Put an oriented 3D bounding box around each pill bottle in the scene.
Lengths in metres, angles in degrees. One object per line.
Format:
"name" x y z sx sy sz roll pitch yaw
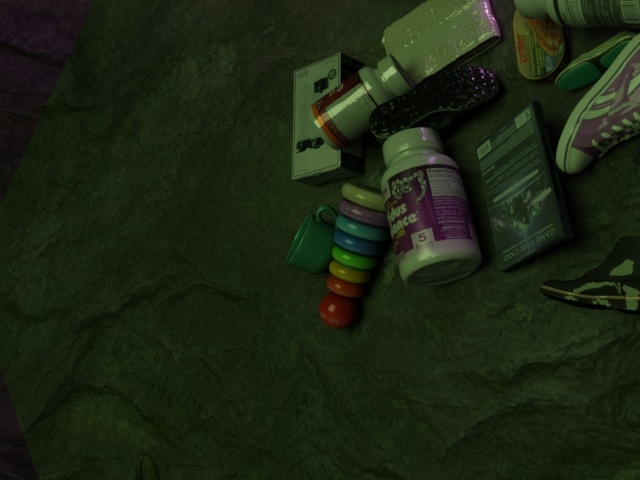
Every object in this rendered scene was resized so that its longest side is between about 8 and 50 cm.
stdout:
"pill bottle" 0.498 -0.460 1.386 0.278 0.162 0.162 16 93 40
"pill bottle" 0.092 -0.307 1.725 0.221 0.121 0.121 -34 58 19
"pill bottle" 0.216 -0.072 1.599 0.169 0.169 0.302 -29 61 38

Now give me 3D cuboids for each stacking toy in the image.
"stacking toy" 0.070 0.043 1.755 0.141 0.141 0.330 29 106 45

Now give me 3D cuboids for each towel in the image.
"towel" 0.258 -0.454 1.727 0.282 0.049 0.187 -28 63 38

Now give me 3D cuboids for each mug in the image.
"mug" -0.004 0.009 1.831 0.158 0.097 0.129 -51 15 52

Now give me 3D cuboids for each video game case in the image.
"video game case" 0.381 -0.099 1.491 0.196 0.026 0.274 137 129 -59

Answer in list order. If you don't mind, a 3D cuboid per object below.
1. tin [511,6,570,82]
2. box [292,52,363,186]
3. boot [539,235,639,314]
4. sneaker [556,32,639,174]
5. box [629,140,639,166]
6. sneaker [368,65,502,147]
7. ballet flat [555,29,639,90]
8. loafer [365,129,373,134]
"tin" 0.436 -0.402 1.544 0.106 0.040 0.190 -15 71 39
"box" 0.018 -0.290 1.907 0.169 0.087 0.290 -12 72 43
"boot" 0.494 0.051 1.368 0.198 0.077 0.137 7 81 33
"sneaker" 0.539 -0.211 1.353 0.161 0.102 0.282 47 115 36
"box" 0.630 -0.156 1.223 0.220 0.051 0.175 35 119 30
"sneaker" 0.251 -0.274 1.667 0.283 0.124 0.107 -19 61 15
"ballet flat" 0.515 -0.335 1.447 0.168 0.057 0.052 -26 35 35
"loafer" 0.153 -0.288 1.790 0.170 0.062 0.061 -2 75 44
